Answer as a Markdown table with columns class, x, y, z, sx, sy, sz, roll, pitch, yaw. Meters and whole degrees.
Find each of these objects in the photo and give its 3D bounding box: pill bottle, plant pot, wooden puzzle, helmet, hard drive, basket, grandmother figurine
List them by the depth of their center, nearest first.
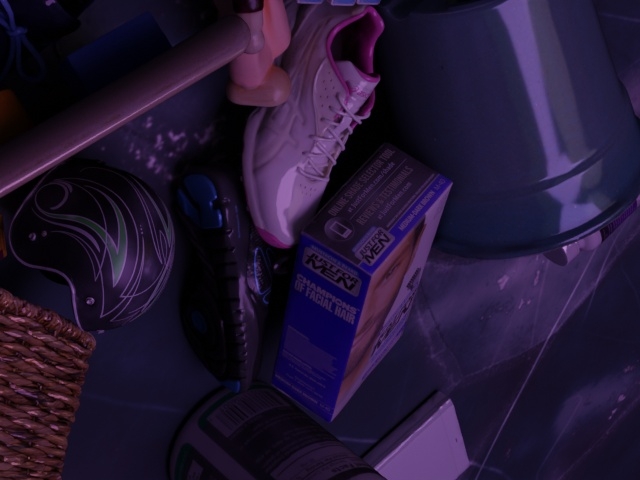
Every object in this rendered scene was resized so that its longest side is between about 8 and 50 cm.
| class | x | y | z | sx | sy | sz | roll | pitch | yaw |
| --- | --- | --- | --- | --- | --- | --- | --- | --- | --- |
| wooden puzzle | -0.260 | -0.111 | 1.268 | 0.322 | 0.348 | 0.080 | -34 | 99 | -24 |
| grandmother figurine | -0.086 | -0.291 | 1.377 | 0.104 | 0.207 | 0.342 | -24 | 153 | -12 |
| basket | -0.413 | 0.156 | 1.386 | 0.299 | 0.213 | 0.223 | 32 | 62 | -50 |
| helmet | -0.235 | 0.008 | 1.437 | 0.169 | 0.162 | 0.169 | -56 | 171 | -13 |
| plant pot | 0.214 | -0.210 | 1.662 | 0.341 | 0.341 | 0.334 | -38 | 130 | -20 |
| pill bottle | -0.020 | 0.357 | 1.771 | 0.204 | 0.361 | 0.204 | -26 | 133 | -31 |
| pill bottle | 0.427 | -0.052 | 2.135 | 0.193 | 0.108 | 0.108 | -43 | 139 | -15 |
| hard drive | 0.111 | 0.407 | 2.195 | 0.307 | 0.040 | 0.203 | -39 | 138 | -19 |

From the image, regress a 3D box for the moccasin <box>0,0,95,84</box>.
| class | x | y | z | sx | sy | sz | roll | pitch | yaw |
| --- | --- | --- | --- | --- | --- | --- | --- | --- | --- |
| moccasin | -0.281 | -0.245 | 1.274 | 0.342 | 0.117 | 0.138 | -50 | 141 | -6 |

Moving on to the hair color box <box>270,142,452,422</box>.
| class | x | y | z | sx | sy | sz | roll | pitch | yaw |
| --- | --- | --- | --- | --- | --- | --- | --- | --- | --- |
| hair color box | 0.046 | 0.060 | 1.682 | 0.185 | 0.110 | 0.339 | -48 | 161 | -34 |

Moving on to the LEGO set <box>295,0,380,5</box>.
| class | x | y | z | sx | sy | sz | roll | pitch | yaw |
| --- | --- | --- | --- | --- | --- | --- | --- | --- | --- |
| LEGO set | 0.081 | -0.348 | 1.401 | 0.182 | 0.060 | 0.244 | -13 | 134 | -57 |

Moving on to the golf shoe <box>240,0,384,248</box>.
| class | x | y | z | sx | sy | sz | roll | pitch | yaw |
| --- | --- | --- | --- | --- | --- | --- | --- | --- | --- |
| golf shoe | -0.007 | -0.141 | 1.541 | 0.115 | 0.140 | 0.306 | 11 | 86 | -50 |

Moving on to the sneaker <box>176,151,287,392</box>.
| class | x | y | z | sx | sy | sz | roll | pitch | yaw |
| --- | --- | --- | --- | --- | --- | --- | --- | --- | --- |
| sneaker | -0.089 | 0.044 | 1.670 | 0.140 | 0.125 | 0.340 | -28 | 136 | -36 |

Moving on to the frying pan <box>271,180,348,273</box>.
| class | x | y | z | sx | sy | sz | roll | pitch | yaw |
| --- | --- | --- | --- | --- | --- | --- | --- | --- | --- |
| frying pan | -0.005 | 0.022 | 1.728 | 0.326 | 0.053 | 0.197 | -38 | 153 | -47 |

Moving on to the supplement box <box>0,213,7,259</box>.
| class | x | y | z | sx | sy | sz | roll | pitch | yaw |
| --- | --- | --- | --- | --- | --- | --- | --- | --- | --- |
| supplement box | -0.369 | 0.008 | 1.400 | 0.083 | 0.043 | 0.055 | -49 | 149 | -49 |
